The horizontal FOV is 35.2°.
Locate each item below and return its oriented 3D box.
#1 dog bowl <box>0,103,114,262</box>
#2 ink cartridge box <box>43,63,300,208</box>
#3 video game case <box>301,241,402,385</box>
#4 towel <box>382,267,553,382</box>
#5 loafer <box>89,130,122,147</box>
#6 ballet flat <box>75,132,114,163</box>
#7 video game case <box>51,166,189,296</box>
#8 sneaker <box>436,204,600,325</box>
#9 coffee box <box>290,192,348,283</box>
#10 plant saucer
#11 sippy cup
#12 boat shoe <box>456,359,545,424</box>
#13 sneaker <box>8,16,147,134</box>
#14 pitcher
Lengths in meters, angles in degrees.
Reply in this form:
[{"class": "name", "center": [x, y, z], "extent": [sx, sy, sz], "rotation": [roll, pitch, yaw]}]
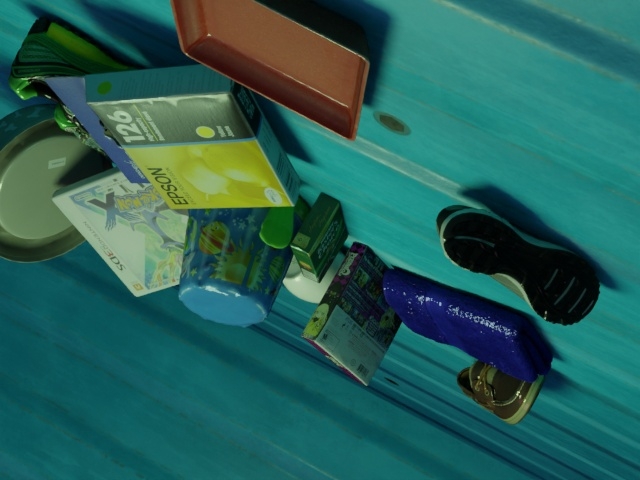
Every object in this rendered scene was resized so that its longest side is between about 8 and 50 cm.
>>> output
[{"class": "dog bowl", "center": [-0.574, -0.126, 2.081], "extent": [0.102, 0.349, 0.349], "rotation": [39, 173, 32]}, {"class": "ink cartridge box", "center": [-0.221, -0.147, 1.536], "extent": [0.307, 0.072, 0.303], "rotation": [-3, 151, 17]}, {"class": "video game case", "center": [0.078, 0.147, 1.962], "extent": [0.042, 0.210, 0.232], "rotation": [19, 164, 38]}, {"class": "towel", "center": [0.273, 0.165, 1.915], "extent": [0.308, 0.076, 0.227], "rotation": [19, 164, 37]}, {"class": "loafer", "center": [-0.356, -0.211, 1.864], "extent": [0.094, 0.087, 0.251], "rotation": [8, -166, -37]}, {"class": "ballet flat", "center": [-0.409, -0.193, 2.029], "extent": [0.070, 0.070, 0.188], "rotation": [18, 175, 41]}, {"class": "video game case", "center": [-0.332, -0.031, 2.045], "extent": [0.329, 0.036, 0.300], "rotation": [-17, 125, 27]}, {"class": "sneaker", "center": [0.276, 0.024, 1.400], "extent": [0.271, 0.100, 0.108], "rotation": [31, -169, -17]}, {"class": "coffee box", "center": [0.000, 0.000, 1.800], "extent": [0.040, 0.113, 0.184], "rotation": [27, 165, 15]}, {"class": "plant saucer", "center": [-0.055, -0.236, 1.195], "extent": [0.259, 0.047, 0.258], "rotation": [28, 166, 5]}, {"class": "sippy cup", "center": [-0.153, 0.027, 1.839], "extent": [0.240, 0.224, 0.305], "rotation": [7, 152, 10]}, {"class": "boat shoe", "center": [0.370, 0.306, 2.147], "extent": [0.123, 0.123, 0.342], "rotation": [29, 173, -3]}, {"class": "sneaker", "center": [-0.345, -0.217, 1.649], "extent": [0.343, 0.146, 0.134], "rotation": [28, 166, 0]}, {"class": "pitcher", "center": [-0.004, 0.066, 2.043], "extent": [0.178, 0.125, 0.207], "rotation": [18, 174, 46]}]
